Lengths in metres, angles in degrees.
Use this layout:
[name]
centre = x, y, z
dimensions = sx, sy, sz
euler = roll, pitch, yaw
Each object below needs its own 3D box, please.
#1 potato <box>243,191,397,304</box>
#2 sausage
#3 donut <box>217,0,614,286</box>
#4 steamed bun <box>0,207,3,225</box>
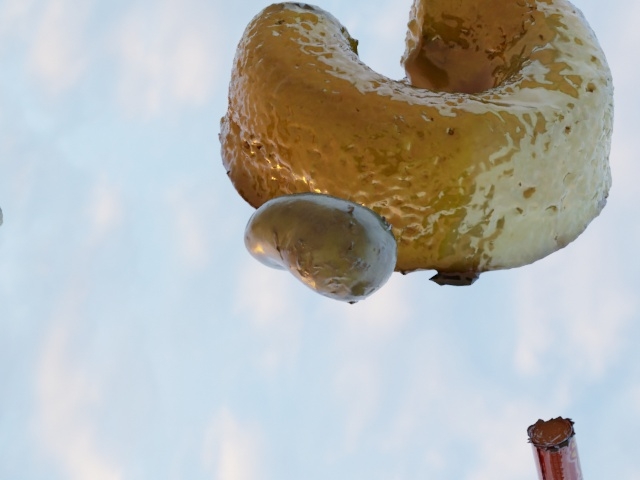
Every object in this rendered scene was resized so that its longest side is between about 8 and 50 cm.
[potato]
centre = 0.000, 0.000, 0.774
dimensions = 0.138, 0.091, 0.070
euler = 22, -82, 49
[sausage]
centre = 0.221, 0.229, 0.948
dimensions = 0.050, 0.048, 0.145
euler = 32, -37, 56
[donut]
centre = 0.128, -0.148, 1.063
dimensions = 0.377, 0.435, 0.163
euler = 35, -42, 32
[steamed bun]
centre = -0.429, -0.025, 1.005
dimensions = 0.192, 0.177, 0.106
euler = -6, -130, 24
